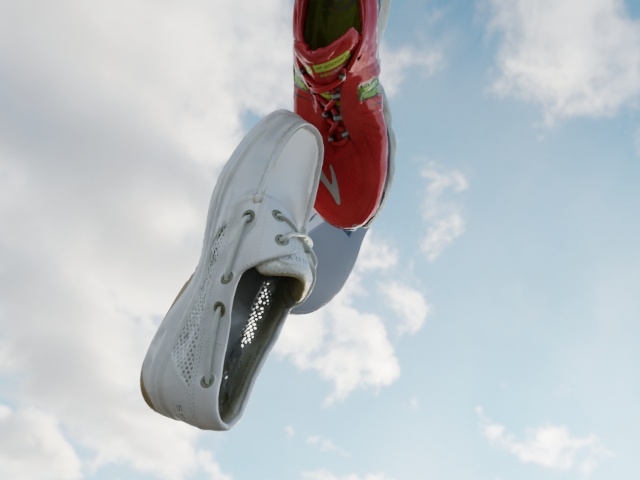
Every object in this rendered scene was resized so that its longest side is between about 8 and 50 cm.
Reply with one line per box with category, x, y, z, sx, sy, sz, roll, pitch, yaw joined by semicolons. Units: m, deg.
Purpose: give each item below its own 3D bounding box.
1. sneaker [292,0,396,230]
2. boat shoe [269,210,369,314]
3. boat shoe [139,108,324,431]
sneaker;0.008;-0.144;0.572;0.107;0.118;0.279;-1;-82;15
boat shoe;0.000;0.000;0.832;0.084;0.258;0.095;-14;-61;46
boat shoe;-0.044;0.020;0.515;0.096;0.277;0.098;8;-18;39
